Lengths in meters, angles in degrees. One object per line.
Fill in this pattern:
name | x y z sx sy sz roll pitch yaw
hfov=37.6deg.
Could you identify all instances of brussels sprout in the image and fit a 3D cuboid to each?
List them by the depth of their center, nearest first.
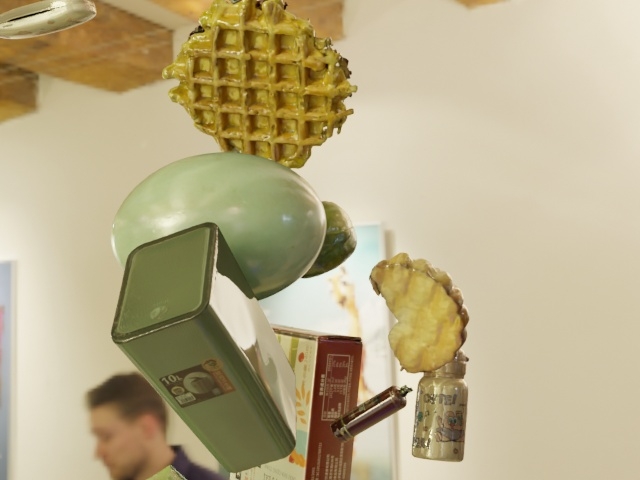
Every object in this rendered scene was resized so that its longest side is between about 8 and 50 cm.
brussels sprout | 0.003 -0.003 1.852 0.183 0.131 0.145 -45 -5 -34

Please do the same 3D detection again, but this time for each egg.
egg | -0.182 -0.018 1.675 0.388 0.276 0.276 -8 -8 8

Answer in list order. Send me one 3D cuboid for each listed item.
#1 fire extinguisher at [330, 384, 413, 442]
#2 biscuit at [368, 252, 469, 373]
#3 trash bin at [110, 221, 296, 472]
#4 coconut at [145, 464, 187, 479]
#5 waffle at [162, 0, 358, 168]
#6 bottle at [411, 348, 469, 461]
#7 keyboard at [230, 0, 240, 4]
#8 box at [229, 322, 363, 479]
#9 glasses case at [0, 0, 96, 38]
fire extinguisher | 0.092 0.283 1.569 0.158 0.043 0.064 -33 -6 13
biscuit | 0.140 0.095 1.244 0.118 0.183 0.061 -3 28 21
trash bin | -0.159 0.176 1.473 0.158 0.223 0.344 -21 -55 13
coconut | -0.274 0.505 1.612 0.204 0.236 0.236 10 -11 -17
waffle | -0.128 -0.326 1.997 0.379 0.382 0.095 -42 13 32
bottle | 0.217 0.296 1.726 0.110 0.209 0.097 9 -10 -28
keyboard | -0.119 -0.494 1.758 0.166 0.055 0.017 -36 -14 -32
box | -0.062 0.391 2.109 0.122 0.386 0.344 7 -4 -31
glasses case | -0.506 -0.405 1.713 0.204 0.051 0.081 -9 -1 19
